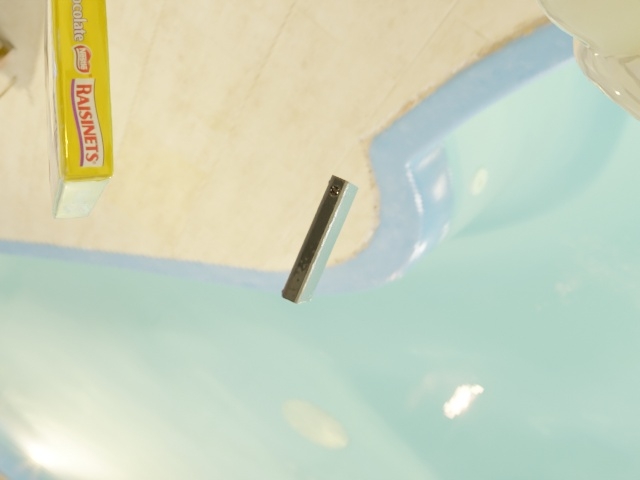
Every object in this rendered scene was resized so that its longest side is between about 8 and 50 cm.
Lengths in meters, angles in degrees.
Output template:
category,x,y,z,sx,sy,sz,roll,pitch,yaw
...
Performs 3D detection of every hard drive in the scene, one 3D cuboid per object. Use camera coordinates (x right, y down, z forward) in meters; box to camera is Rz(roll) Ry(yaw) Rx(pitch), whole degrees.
category,x,y,z,sx,sy,sz,roll,pitch,yaw
hard drive,0.000,0.000,1.116,0.022,0.135,0.094,24,-178,8

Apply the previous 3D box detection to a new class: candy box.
category,x,y,z,sx,sy,sz,roll,pitch,yaw
candy box,-0.127,-0.071,0.549,0.206,0.027,0.105,168,96,-75

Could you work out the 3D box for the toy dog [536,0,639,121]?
category,x,y,z,sx,sy,sz,roll,pitch,yaw
toy dog,0.194,-0.328,0.606,0.395,0.285,0.408,45,169,40
